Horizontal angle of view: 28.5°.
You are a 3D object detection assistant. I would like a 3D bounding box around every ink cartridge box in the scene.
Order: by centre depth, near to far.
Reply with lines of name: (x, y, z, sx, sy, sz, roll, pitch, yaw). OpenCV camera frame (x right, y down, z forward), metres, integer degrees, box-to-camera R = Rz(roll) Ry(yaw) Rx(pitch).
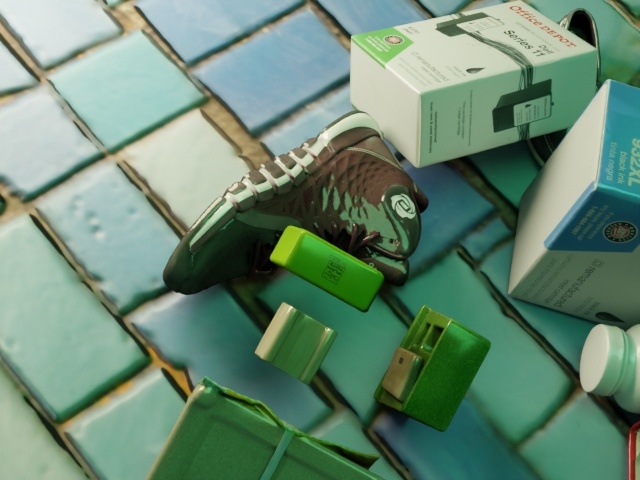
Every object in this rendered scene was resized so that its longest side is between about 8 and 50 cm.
ink cartridge box: (0.364, -0.001, 1.201, 0.307, 0.223, 0.129, 17, 58, -5)
ink cartridge box: (0.155, -0.164, 1.283, 0.208, 0.087, 0.153, -16, 36, -21)

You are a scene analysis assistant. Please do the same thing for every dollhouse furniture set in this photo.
dollhouse furniture set: (-0.020, 0.162, 1.076, 0.197, 0.151, 0.302, 29, 87, -6)

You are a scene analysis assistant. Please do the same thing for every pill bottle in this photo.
pill bottle: (0.334, 0.127, 1.198, 0.160, 0.087, 0.087, 13, 58, -8)

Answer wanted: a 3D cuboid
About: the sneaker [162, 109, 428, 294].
sneaker: (0.000, 0.000, 1.174, 0.281, 0.106, 0.162, -38, 79, -30)

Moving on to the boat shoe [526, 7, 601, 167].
boat shoe: (0.267, -0.164, 1.363, 0.075, 0.065, 0.206, 15, 58, -6)

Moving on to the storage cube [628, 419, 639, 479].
storage cube: (0.396, 0.235, 1.083, 0.193, 0.215, 0.184, 18, 57, -12)
